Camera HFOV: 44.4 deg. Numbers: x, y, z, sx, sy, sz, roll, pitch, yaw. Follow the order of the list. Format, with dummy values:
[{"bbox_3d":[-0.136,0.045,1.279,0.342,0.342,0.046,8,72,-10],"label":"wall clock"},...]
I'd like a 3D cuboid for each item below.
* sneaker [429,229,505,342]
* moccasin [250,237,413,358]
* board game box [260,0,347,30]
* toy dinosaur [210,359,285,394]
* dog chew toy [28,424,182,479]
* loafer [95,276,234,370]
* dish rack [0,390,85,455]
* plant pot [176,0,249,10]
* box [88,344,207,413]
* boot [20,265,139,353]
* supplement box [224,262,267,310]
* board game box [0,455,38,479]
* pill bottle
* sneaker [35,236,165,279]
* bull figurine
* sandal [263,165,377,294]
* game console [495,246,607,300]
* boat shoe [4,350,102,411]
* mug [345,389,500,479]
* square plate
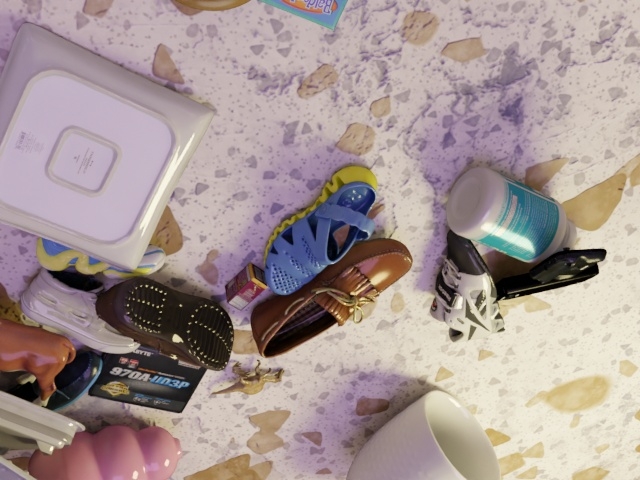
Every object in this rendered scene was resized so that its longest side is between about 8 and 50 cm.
[{"bbox_3d":[0.303,0.115,1.715,0.146,0.122,0.331,-23,128,2],"label":"sneaker"},{"bbox_3d":[0.023,0.124,1.637,0.380,0.147,0.139,-27,128,7],"label":"moccasin"},{"bbox_3d":[-0.007,-0.462,1.250,0.160,0.047,0.210,16,121,-24],"label":"board game box"},{"bbox_3d":[-0.171,0.326,1.803,0.183,0.053,0.093,-15,130,-3],"label":"toy dinosaur"},{"bbox_3d":[-0.481,0.515,1.785,0.331,0.207,0.207,-11,129,-16],"label":"dog chew toy"},{"bbox_3d":[-0.309,0.164,1.596,0.130,0.134,0.366,-2,152,32],"label":"loafer"},{"bbox_3d":[-0.675,0.373,1.594,0.332,0.072,0.285,-14,143,41],"label":"dish rack"},{"bbox_3d":[-0.173,-0.462,1.188,0.236,0.032,0.236,0,121,1],"label":"plant pot"},{"bbox_3d":[-0.376,0.288,1.724,0.220,0.051,0.175,18,120,-25],"label":"box"},{"bbox_3d":[-0.452,0.134,1.559,0.258,0.095,0.123,25,123,-28],"label":"boot"},{"bbox_3d":[-0.155,0.096,1.631,0.083,0.055,0.043,-41,125,18],"label":"supplement box"},{"bbox_3d":[-0.676,0.476,1.562,0.390,0.050,0.390,-21,124,36],"label":"board game box"},{"bbox_3d":[0.398,-0.042,1.604,0.264,0.146,0.146,20,119,-26],"label":"pill bottle"},{"bbox_3d":[-0.411,0.001,1.474,0.240,0.091,0.126,1,125,-13],"label":"sneaker"},{"bbox_3d":[-0.642,0.210,1.533,0.310,0.101,0.188,20,120,-7],"label":"bull figurine"},{"bbox_3d":[0.000,0.000,1.547,0.126,0.138,0.317,25,119,-31],"label":"sandal"},{"bbox_3d":[0.502,0.063,1.647,0.213,0.044,0.361,-12,167,-6],"label":"game console"},{"bbox_3d":[-0.578,0.312,1.658,0.258,0.109,0.089,-36,130,11],"label":"boat shoe"},{"bbox_3d":[0.259,0.578,1.990,0.328,0.276,0.374,-42,155,24],"label":"mug"},{"bbox_3d":[-0.407,-0.139,1.346,0.344,0.049,0.347,23,106,-24],"label":"square plate"}]
